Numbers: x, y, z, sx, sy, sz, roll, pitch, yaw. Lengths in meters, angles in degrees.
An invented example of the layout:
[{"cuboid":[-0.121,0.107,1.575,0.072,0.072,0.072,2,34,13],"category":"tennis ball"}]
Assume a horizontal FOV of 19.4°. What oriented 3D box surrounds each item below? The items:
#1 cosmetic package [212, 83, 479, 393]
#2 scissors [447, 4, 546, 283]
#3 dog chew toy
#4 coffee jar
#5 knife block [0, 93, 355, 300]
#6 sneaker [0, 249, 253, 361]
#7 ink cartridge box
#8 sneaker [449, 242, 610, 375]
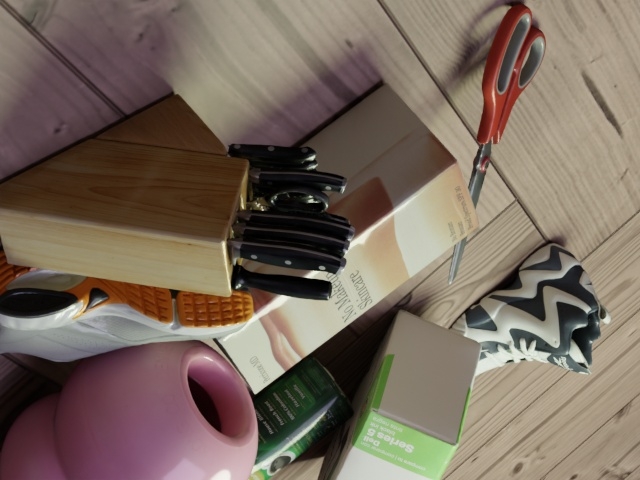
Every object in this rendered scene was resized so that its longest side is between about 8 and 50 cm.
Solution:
[{"cuboid":[0.000,0.000,1.897,0.296,0.129,0.153,-37,151,-4],"category":"cosmetic package"},{"cuboid":[0.167,-0.100,1.953,0.109,0.021,0.297,19,94,-64],"category":"scissors"},{"cuboid":[-0.224,0.227,1.880,0.332,0.206,0.207,-32,155,27],"category":"dog chew toy"},{"cuboid":[-0.056,0.221,2.172,0.184,0.079,0.096,-37,157,-6],"category":"coffee jar"},{"cuboid":[-0.116,-0.003,1.655,0.276,0.242,0.088,-29,147,-18],"category":"knife block"},{"cuboid":[-0.197,0.064,1.772,0.262,0.099,0.121,4,148,-16],"category":"sneaker"},{"cuboid":[0.079,0.253,2.235,0.198,0.115,0.273,-70,-176,-54],"category":"ink cartridge box"},{"cuboid":[0.261,0.134,2.333,0.235,0.153,0.094,-41,149,3],"category":"sneaker"}]
